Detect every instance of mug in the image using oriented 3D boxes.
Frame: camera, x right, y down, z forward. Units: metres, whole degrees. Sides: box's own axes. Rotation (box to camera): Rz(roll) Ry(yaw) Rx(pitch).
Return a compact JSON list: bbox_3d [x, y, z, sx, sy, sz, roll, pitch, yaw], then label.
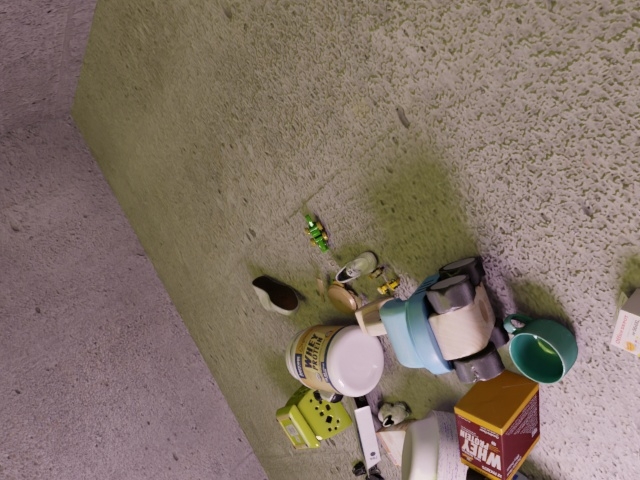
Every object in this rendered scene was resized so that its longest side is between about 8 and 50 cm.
[{"bbox_3d":[0.506,0.231,1.149,0.129,0.097,0.158,-11,104,55],"label":"mug"}]

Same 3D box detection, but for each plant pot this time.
[{"bbox_3d":[-0.044,0.734,2.113,0.227,0.207,0.228,56,146,6],"label":"plant pot"}]

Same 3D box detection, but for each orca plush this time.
[{"bbox_3d":[0.041,0.557,1.968,0.102,0.151,0.287,29,167,-20],"label":"orca plush"}]

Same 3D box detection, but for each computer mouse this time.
[{"bbox_3d":[0.236,1.048,2.098,0.272,0.072,0.188,53,144,12],"label":"computer mouse"}]

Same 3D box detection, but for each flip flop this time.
[{"bbox_3d":[0.452,0.624,1.356,0.112,0.277,0.080,2,93,20],"label":"flip flop"}]

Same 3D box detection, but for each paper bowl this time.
[{"bbox_3d":[0.326,0.646,1.493,0.148,0.284,0.284,8,131,1],"label":"paper bowl"}]

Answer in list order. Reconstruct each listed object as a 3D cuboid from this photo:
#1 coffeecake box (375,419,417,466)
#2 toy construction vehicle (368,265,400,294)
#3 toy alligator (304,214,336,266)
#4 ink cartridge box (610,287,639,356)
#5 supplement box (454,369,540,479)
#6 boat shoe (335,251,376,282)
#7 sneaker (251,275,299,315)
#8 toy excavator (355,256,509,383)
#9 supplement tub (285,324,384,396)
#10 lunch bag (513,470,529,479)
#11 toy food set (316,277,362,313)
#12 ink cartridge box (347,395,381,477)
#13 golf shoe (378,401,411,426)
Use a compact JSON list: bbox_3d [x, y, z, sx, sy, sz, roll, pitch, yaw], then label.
[{"bbox_3d":[0.299,0.712,1.781,0.142,0.068,0.185,58,145,4],"label":"coffeecake box"},{"bbox_3d":[0.193,0.117,1.529,0.086,0.035,0.098,45,146,4],"label":"toy construction vehicle"},{"bbox_3d":[0.000,0.000,1.675,0.190,0.056,0.051,62,-172,-3],"label":"toy alligator"},{"bbox_3d":[0.626,0.164,0.954,0.143,0.090,0.092,25,132,40],"label":"ink cartridge box"},{"bbox_3d":[0.456,0.468,1.298,0.129,0.191,0.194,14,125,45],"label":"supplement box"},{"bbox_3d":[0.106,0.089,1.586,0.184,0.063,0.066,-27,92,56],"label":"boat shoe"},{"bbox_3d":[-0.164,0.243,2.021,0.290,0.106,0.123,30,142,50],"label":"sneaker"},{"bbox_3d":[0.238,0.207,1.325,0.445,0.433,0.222,-19,94,28],"label":"toy excavator"},{"bbox_3d":[0.040,0.406,1.751,0.316,0.228,0.228,-13,103,54],"label":"supplement tub"},{"bbox_3d":[0.510,0.725,1.505,0.219,0.090,0.176,25,129,39],"label":"lunch bag"},{"bbox_3d":[0.078,0.193,1.729,0.192,0.038,0.132,23,138,35],"label":"toy food set"},{"bbox_3d":[0.161,0.698,1.891,0.165,0.065,0.333,-119,16,-65],"label":"ink cartridge box"},{"bbox_3d":[0.236,0.617,1.779,0.069,0.086,0.176,52,146,9],"label":"golf shoe"}]
